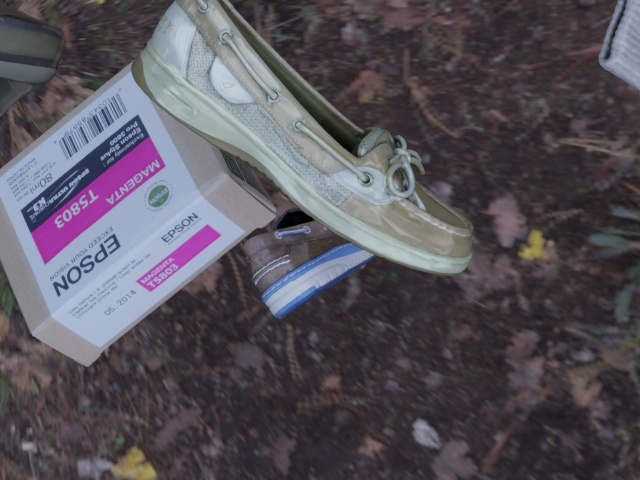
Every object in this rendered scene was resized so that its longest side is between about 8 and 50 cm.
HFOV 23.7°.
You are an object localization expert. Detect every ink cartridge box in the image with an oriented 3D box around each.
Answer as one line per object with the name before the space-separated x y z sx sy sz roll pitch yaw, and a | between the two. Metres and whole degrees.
ink cartridge box | -0.184 -0.034 1.401 0.235 0.193 0.088 -38 142 9

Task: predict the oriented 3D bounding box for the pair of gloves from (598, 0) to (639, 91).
pair of gloves | 0.341 -0.204 1.306 0.204 0.042 0.240 37 74 -41

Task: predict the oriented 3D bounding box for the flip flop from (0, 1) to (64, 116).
flip flop | -0.168 -0.050 0.545 0.112 0.277 0.080 21 79 -20

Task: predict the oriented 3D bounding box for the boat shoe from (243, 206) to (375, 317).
boat shoe | 0.000 0.000 1.145 0.066 0.183 0.066 -35 87 23

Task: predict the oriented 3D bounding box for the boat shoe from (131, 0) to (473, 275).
boat shoe | 0.001 -0.042 0.594 0.153 0.056 0.048 35 105 0
